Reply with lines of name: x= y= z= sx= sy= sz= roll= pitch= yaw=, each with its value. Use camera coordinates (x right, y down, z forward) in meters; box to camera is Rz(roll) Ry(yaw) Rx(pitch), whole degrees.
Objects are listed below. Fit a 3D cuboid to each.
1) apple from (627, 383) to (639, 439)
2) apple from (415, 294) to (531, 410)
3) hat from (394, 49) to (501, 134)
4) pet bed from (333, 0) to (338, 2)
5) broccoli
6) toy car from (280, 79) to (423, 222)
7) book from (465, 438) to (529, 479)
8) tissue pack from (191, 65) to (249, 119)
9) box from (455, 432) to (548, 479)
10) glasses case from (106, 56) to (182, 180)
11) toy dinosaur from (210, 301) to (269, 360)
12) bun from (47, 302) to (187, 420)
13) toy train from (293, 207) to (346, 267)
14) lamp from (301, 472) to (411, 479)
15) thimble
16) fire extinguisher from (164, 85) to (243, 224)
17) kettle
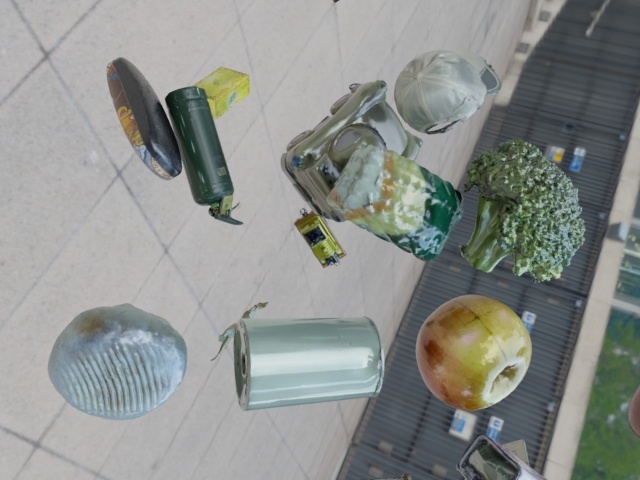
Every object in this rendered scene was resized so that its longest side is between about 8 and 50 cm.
apple: x=0.919 y=0.443 z=1.524 sx=0.234 sy=0.233 sz=0.234 roll=19 pitch=90 yaw=-73
apple: x=0.373 y=0.271 z=1.474 sx=0.286 sy=0.233 sz=0.286 roll=-17 pitch=128 yaw=-24
hat: x=0.274 y=-0.360 z=1.340 sx=0.275 sy=0.231 sz=0.161 roll=-57 pitch=132 yaw=-41
pet bed: x=0.063 y=-0.678 z=1.396 sx=0.211 sy=0.159 sz=0.183 roll=-75 pitch=-167 yaw=-46
broccoli: x=0.400 y=-0.054 z=1.176 sx=0.288 sy=0.235 sz=0.260 roll=-52 pitch=143 yaw=-50
toy car: x=0.092 y=-0.223 z=1.488 sx=0.336 sy=0.226 sz=0.242 roll=-42 pitch=111 yaw=-13
book: x=0.440 y=0.569 z=1.489 sx=0.022 sy=0.162 sz=0.232 roll=69 pitch=15 yaw=3
tissue pack: x=-0.273 y=-0.396 z=1.591 sx=0.176 sy=0.095 sz=0.062 roll=-52 pitch=157 yaw=-45
box: x=0.464 y=0.562 z=1.234 sx=0.112 sy=0.369 sz=0.190 roll=-54 pitch=-170 yaw=-3
glasses case: x=-0.366 y=-0.256 z=1.233 sx=0.082 sy=0.321 sz=0.122 roll=-32 pitch=149 yaw=6
toy dinosaur: x=-0.253 y=0.263 z=1.795 sx=0.212 sy=0.057 sz=0.142 roll=-34 pitch=-167 yaw=21
bun: x=-0.555 y=0.327 z=1.650 sx=0.211 sy=0.361 sz=0.362 roll=-115 pitch=-152 yaw=-55
toy train: x=0.000 y=0.000 z=1.797 sx=0.219 sy=0.089 sz=0.127 roll=58 pitch=7 yaw=-20
lamp: x=0.086 y=0.645 z=1.474 sx=0.089 sy=0.325 sz=0.090 roll=-60 pitch=-146 yaw=34
thimble: x=0.157 y=-0.081 z=1.269 sx=0.288 sy=0.254 sz=0.167 roll=27 pitch=91 yaw=-46
fire extinguisher: x=-0.253 y=-0.178 z=1.325 sx=0.114 sy=0.095 sz=0.311 roll=-14 pitch=88 yaw=-47
kettle: x=-0.040 y=0.288 z=1.403 sx=0.265 sy=0.317 sz=0.205 roll=118 pitch=-34 yaw=-58
